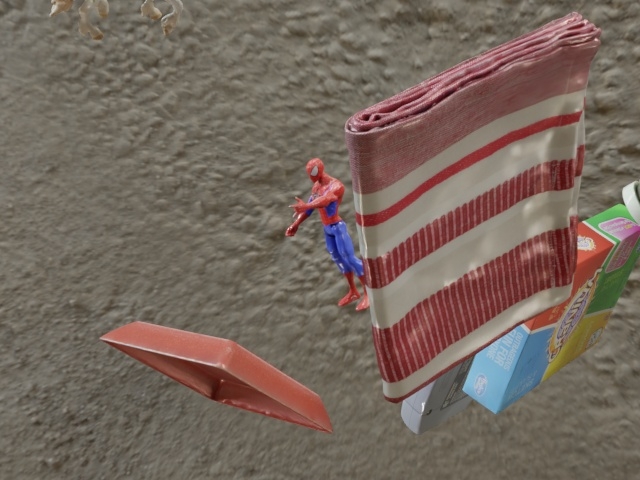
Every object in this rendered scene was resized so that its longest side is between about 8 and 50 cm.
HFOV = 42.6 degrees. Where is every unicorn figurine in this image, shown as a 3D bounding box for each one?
[{"bbox_3d":[-0.166,-0.242,0.750,0.162,0.111,0.060,-24,62,-24],"label":"unicorn figurine"}]

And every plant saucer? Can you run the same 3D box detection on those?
[{"bbox_3d":[-0.138,0.187,1.159,0.259,0.258,0.048,4,64,40],"label":"plant saucer"}]

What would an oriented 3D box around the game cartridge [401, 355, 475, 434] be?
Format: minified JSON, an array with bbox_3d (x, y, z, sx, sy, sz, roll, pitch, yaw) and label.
[{"bbox_3d":[0.242,0.194,1.401,0.062,0.198,0.297,44,130,35],"label":"game cartridge"}]

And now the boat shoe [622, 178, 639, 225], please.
[{"bbox_3d":[0.589,-0.004,1.228,0.305,0.109,0.091,35,130,-16],"label":"boat shoe"}]

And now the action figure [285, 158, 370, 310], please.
[{"bbox_3d":[0.000,0.000,1.443,0.139,0.091,0.280,-23,106,-30],"label":"action figure"}]

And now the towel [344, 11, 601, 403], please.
[{"bbox_3d":[0.140,-0.011,0.726,0.237,0.329,0.037,-28,44,-18],"label":"towel"}]

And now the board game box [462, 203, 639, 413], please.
[{"bbox_3d":[0.356,0.094,1.217,0.064,0.316,0.242,35,126,32],"label":"board game box"}]
